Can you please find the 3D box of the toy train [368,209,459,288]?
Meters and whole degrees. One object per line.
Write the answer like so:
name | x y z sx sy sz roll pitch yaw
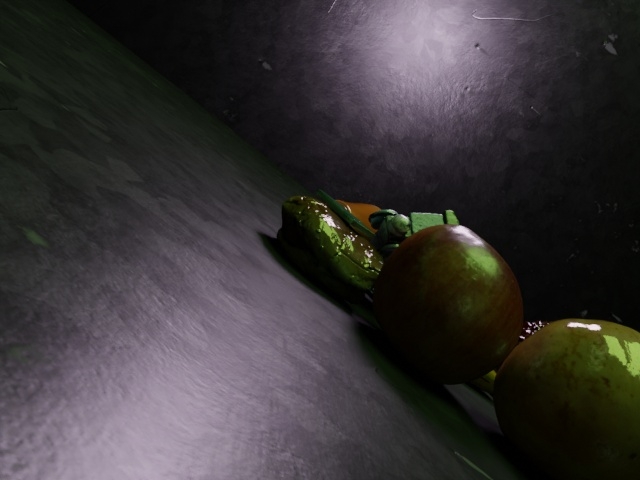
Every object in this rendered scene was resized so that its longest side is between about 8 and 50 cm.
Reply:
toy train | 0.190 0.029 1.641 0.202 0.131 0.299 2 -27 -15

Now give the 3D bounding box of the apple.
apple | 0.234 0.133 1.340 0.302 0.301 0.301 38 6 -5

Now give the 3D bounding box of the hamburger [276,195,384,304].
hamburger | 0.000 0.000 1.495 0.211 0.132 0.309 38 7 -28

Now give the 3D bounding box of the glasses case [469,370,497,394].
glasses case | 0.346 0.295 1.639 0.234 0.064 0.079 36 8 -26

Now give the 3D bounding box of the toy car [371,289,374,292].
toy car | 0.169 0.108 1.828 0.161 0.098 0.126 41 5 12

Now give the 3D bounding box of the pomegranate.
pomegranate | 0.494 0.292 1.311 0.342 0.342 0.342 38 6 -5

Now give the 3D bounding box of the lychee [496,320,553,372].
lychee | 0.638 0.360 2.001 0.264 0.264 0.300 37 -13 -16

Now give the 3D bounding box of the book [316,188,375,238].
book | 0.057 -0.056 1.533 0.103 0.017 0.135 32 10 -50

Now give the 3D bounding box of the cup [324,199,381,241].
cup | 0.086 -0.053 2.357 0.226 0.182 0.264 4 -6 31
